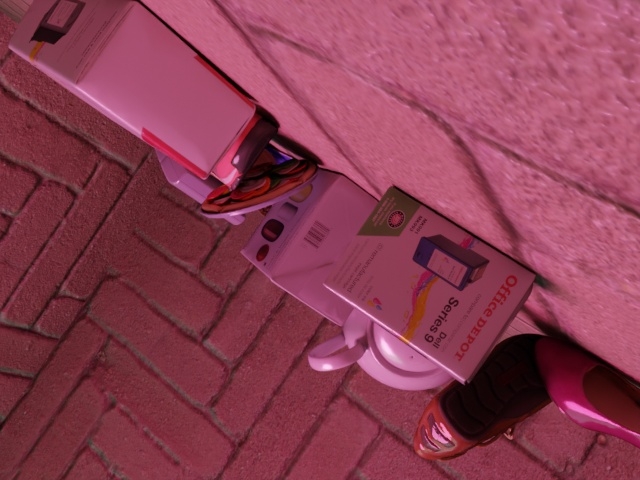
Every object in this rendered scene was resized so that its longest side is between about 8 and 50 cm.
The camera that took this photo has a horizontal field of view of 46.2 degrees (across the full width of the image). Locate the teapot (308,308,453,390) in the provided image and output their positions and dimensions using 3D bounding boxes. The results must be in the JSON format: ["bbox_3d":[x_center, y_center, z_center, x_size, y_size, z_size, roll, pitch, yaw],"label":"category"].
[{"bbox_3d":[0.145,0.137,1.206,0.252,0.256,0.187,27,-172,1],"label":"teapot"}]

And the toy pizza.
[{"bbox_3d":[-0.099,-0.090,1.179,0.201,0.201,0.032,30,142,66],"label":"toy pizza"}]

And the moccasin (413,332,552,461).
[{"bbox_3d":[0.305,0.271,1.287,0.380,0.147,0.139,-26,-111,-41],"label":"moccasin"}]

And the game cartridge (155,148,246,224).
[{"bbox_3d":[-0.250,-0.175,1.503,0.198,0.062,0.297,31,-155,-38],"label":"game cartridge"}]

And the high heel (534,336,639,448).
[{"bbox_3d":[0.501,0.250,1.154,0.377,0.127,0.181,43,143,25],"label":"high heel"}]

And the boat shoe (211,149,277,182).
[{"bbox_3d":[-0.232,-0.196,1.350,0.341,0.122,0.110,38,-179,-17],"label":"boat shoe"}]

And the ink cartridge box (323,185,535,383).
[{"bbox_3d":[0.136,0.056,0.933,0.212,0.154,0.093,35,177,16],"label":"ink cartridge box"}]

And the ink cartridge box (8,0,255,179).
[{"bbox_3d":[-0.265,-0.228,1.029,0.226,0.131,0.306,36,176,-41],"label":"ink cartridge box"}]

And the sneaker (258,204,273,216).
[{"bbox_3d":[-0.091,-0.079,1.464,0.086,0.064,0.192,39,-176,-46],"label":"sneaker"}]

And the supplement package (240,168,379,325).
[{"bbox_3d":[0.000,0.000,1.229,0.149,0.194,0.203,36,177,-21],"label":"supplement package"}]

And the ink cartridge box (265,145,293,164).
[{"bbox_3d":[-0.043,-0.111,1.448,0.208,0.045,0.206,37,177,-35],"label":"ink cartridge box"}]

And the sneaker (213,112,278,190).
[{"bbox_3d":[-0.164,-0.164,1.146,0.136,0.116,0.314,36,178,-18],"label":"sneaker"}]
